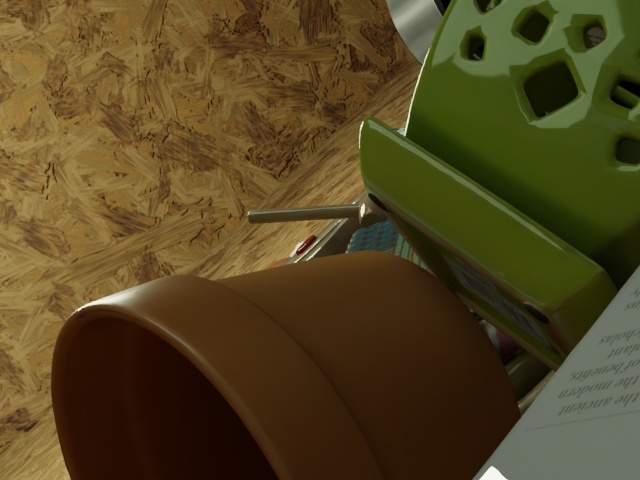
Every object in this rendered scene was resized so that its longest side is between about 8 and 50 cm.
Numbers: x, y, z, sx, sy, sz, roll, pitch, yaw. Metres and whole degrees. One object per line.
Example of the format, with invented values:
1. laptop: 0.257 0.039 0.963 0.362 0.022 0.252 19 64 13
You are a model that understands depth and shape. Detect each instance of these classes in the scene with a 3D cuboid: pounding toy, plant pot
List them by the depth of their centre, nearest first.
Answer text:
1. plant pot: 0.171 -0.037 0.876 0.207 0.227 0.228 -49 54 -6
2. plant pot: -0.009 0.133 0.889 0.203 0.291 0.291 -27 1 -33
3. pounding toy: 0.000 0.000 1.445 0.269 0.155 0.154 -39 8 39

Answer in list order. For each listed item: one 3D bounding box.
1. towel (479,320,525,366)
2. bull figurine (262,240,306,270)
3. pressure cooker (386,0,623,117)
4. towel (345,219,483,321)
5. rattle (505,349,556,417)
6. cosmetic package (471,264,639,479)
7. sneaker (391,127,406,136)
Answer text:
1. towel: 0.169 0.070 1.164 0.197 0.029 0.144 -39 9 11
2. bull figurine: -0.011 0.057 1.726 0.188 0.101 0.310 -41 11 -30
3. pressure cooker: 0.269 -0.349 1.622 0.370 0.375 0.420 -32 5 -6
4. towel: 0.183 -0.008 1.124 0.370 0.040 0.271 -19 15 16
5. rattle: 0.153 0.055 0.986 0.200 0.142 0.130 -43 -12 24
6. cosmetic package: 0.243 0.050 0.553 0.453 0.161 0.230 -45 10 -30
7. sneaker: 0.166 -0.140 1.954 0.151 0.094 0.256 -45 19 6
